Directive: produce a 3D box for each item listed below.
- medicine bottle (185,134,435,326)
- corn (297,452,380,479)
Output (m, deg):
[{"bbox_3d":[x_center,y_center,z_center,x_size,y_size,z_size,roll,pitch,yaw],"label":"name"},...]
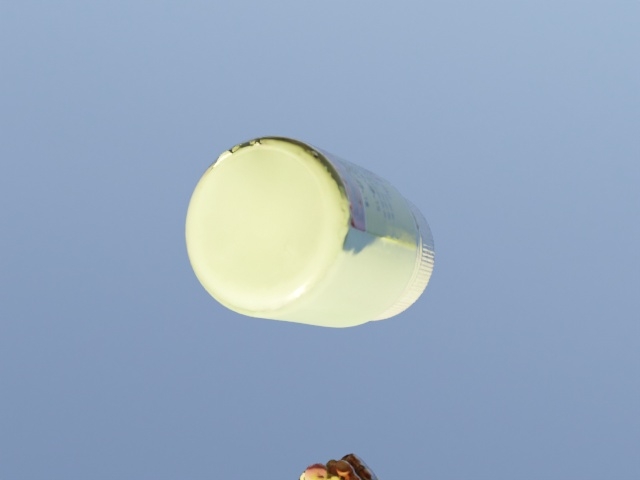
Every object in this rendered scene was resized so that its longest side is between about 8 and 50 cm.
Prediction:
[{"bbox_3d":[0.000,0.000,0.954,0.139,0.139,0.225,33,-173,25],"label":"medicine bottle"},{"bbox_3d":[0.053,0.258,0.654,0.092,0.092,0.280,-18,-108,-25],"label":"corn"}]
